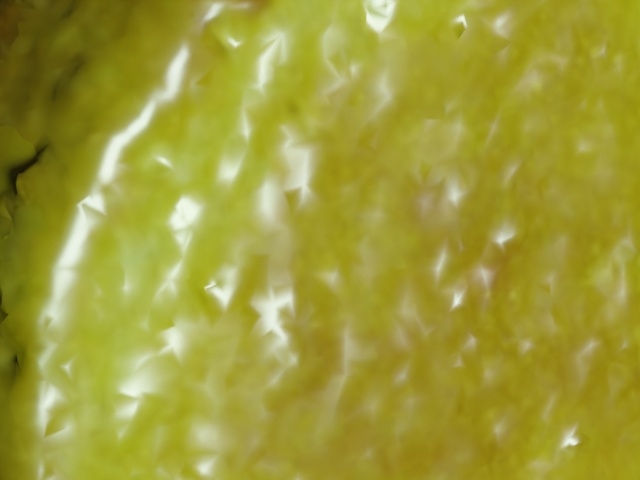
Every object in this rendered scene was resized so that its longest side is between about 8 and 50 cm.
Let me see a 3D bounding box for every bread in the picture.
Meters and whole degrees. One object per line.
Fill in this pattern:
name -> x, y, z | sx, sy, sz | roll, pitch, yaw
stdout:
bread -> 0.004, -0.003, 0.532 | 0.312, 0.172, 0.312 | -12, 111, -33
